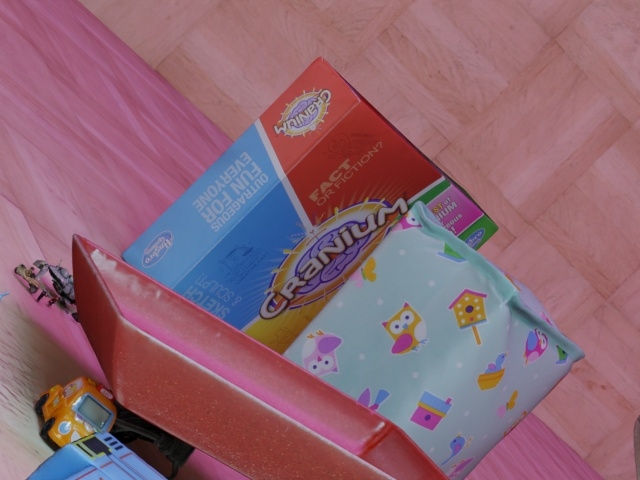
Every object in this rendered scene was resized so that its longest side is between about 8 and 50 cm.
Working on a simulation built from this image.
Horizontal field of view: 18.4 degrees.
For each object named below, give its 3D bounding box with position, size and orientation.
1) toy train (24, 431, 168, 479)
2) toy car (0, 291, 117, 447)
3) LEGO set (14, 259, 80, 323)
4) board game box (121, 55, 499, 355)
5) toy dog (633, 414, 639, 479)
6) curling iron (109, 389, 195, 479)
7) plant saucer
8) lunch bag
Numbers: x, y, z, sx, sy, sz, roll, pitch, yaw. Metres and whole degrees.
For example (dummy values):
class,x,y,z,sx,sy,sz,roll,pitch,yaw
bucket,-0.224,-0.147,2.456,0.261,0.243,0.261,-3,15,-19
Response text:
class,x,y,z,sx,sy,sz,roll,pitch,yaw
toy train,-0.095,0.141,0.835,0.105,0.080,0.184,37,6,6
toy car,-0.157,0.068,1.080,0.122,0.040,0.060,45,5,-6
LEGO set,-0.175,0.030,1.338,0.054,0.023,0.083,46,5,2
board game box,0.000,0.000,1.763,0.064,0.242,0.316,49,7,33
toy dog,0.168,0.261,1.313,0.334,0.161,0.220,110,-39,-71
curling iron,-0.102,0.104,1.248,0.068,0.035,0.274,34,6,0
plant saucer,-0.036,0.100,1.163,0.259,0.048,0.258,33,2,-17
lunch bag,0.093,0.118,1.651,0.160,0.223,0.262,42,2,29
